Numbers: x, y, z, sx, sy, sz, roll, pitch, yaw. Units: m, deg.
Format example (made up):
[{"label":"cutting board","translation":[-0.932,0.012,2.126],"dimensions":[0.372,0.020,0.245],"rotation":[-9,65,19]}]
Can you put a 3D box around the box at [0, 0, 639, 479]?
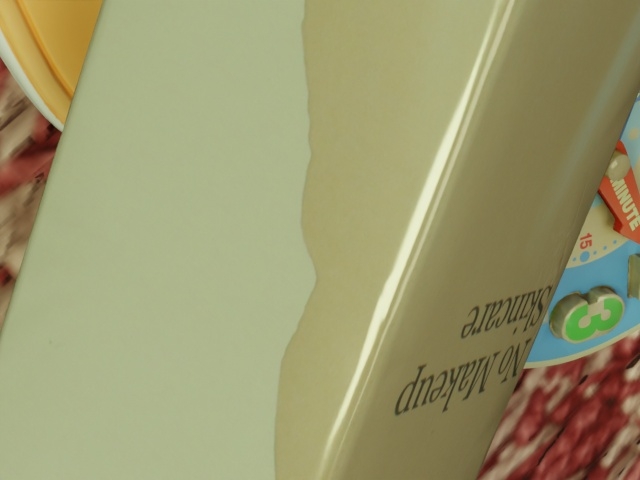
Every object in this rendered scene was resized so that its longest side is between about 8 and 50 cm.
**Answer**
[{"label":"box","translation":[0.000,0.000,0.409],"dimensions":[0.148,0.121,0.311],"rotation":[-9,122,-61]}]

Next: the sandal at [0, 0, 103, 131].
[{"label":"sandal","translation":[-0.077,-0.129,0.355],"dimensions":[0.102,0.076,0.265],"rotation":[-35,126,-13]}]

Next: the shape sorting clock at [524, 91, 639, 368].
[{"label":"shape sorting clock","translation":[0.111,-0.037,0.540],"dimensions":[0.206,0.040,0.206],"rotation":[-14,119,-26]}]
